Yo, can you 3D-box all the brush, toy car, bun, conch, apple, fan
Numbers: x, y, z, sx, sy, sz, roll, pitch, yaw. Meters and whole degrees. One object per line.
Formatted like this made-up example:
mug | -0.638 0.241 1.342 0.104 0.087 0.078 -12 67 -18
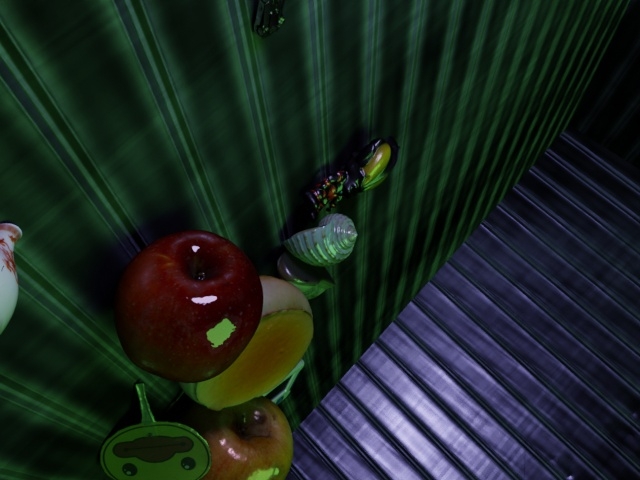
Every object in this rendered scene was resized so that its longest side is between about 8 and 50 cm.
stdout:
brush | -0.331 0.366 1.477 0.083 0.008 0.024 -53 158 8
toy car | -0.063 -0.298 0.816 0.041 0.025 0.093 -41 162 -31
bun | -0.165 0.188 1.286 0.298 0.165 0.299 -26 141 -24
conch | 0.004 0.005 1.354 0.153 0.102 0.135 -32 163 24
apple | -0.220 0.509 1.555 0.275 0.299 0.299 -55 161 24
apple | -0.196 0.099 0.965 0.218 0.218 0.201 -34 164 -39
fan | -0.348 0.422 1.340 0.229 0.011 0.335 -6 120 -4

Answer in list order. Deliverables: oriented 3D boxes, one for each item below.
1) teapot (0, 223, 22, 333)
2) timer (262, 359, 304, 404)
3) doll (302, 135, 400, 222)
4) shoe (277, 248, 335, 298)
teapot | -0.401 0.075 0.655 0.245 0.116 0.159 -27 162 -37
timer | -0.163 0.437 1.887 0.253 0.078 0.178 -27 148 -52
doll | 0.071 -0.131 1.339 0.248 0.088 0.127 -37 -173 -18
shoe | -0.048 0.088 1.468 0.098 0.103 0.275 -39 160 8
